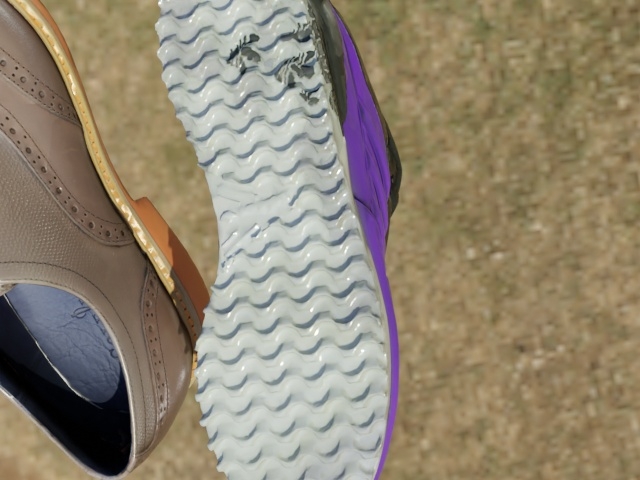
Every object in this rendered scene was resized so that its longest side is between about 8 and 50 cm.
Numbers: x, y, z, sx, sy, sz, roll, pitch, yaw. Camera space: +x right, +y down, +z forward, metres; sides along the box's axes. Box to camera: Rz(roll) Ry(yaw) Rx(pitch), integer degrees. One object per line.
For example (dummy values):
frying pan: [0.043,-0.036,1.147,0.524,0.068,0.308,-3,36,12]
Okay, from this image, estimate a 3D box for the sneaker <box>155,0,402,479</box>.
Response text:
sneaker: [0.001,0.000,0.914,0.102,0.146,0.293,-8,86,20]

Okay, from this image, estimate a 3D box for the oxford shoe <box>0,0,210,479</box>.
oxford shoe: [-0.180,-0.033,0.902,0.130,0.133,0.364,-30,112,22]
